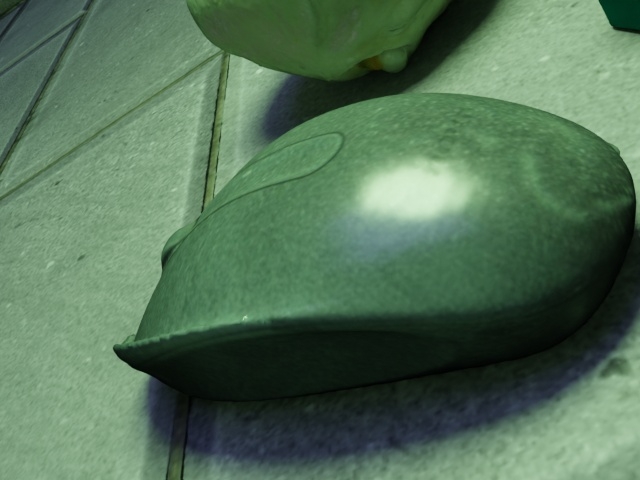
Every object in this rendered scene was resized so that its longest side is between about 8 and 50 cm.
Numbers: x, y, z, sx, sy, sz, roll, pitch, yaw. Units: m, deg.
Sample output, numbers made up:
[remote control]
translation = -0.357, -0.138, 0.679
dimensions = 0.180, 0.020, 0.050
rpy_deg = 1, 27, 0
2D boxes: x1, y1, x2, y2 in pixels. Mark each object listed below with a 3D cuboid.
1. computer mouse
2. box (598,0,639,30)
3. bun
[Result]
[computer mouse]
translation = -0.001, -0.003, 0.532
dimensions = 0.374, 0.114, 0.203
rpy_deg = -13, 38, 40
[box]
translation = 0.281, -0.193, 0.507
dimensions = 0.153, 0.092, 0.245
rpy_deg = -41, 28, -4
[bun]
translation = 0.034, -0.234, 0.780
dimensions = 0.283, 0.179, 0.283
rpy_deg = -30, 9, 5
